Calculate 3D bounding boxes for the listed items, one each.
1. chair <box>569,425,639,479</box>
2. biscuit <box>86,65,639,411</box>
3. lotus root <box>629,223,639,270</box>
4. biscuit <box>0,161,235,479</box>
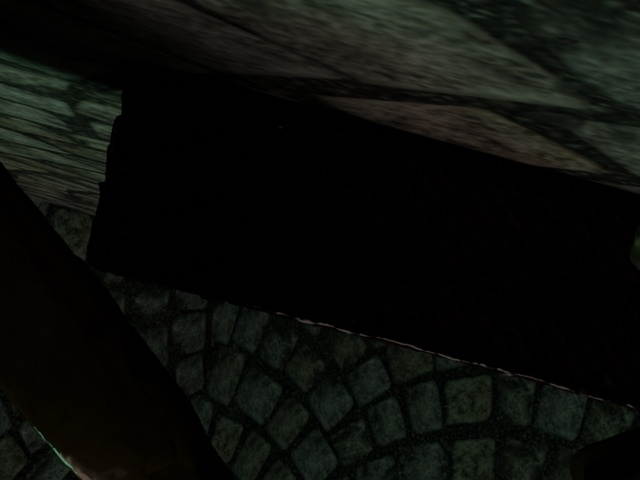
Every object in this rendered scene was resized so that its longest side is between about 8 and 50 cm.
[{"bbox_3d":[0.261,0.160,0.796,0.186,0.160,0.319,-26,-169,9],"label":"chair"},{"bbox_3d":[0.074,0.011,0.689,0.388,0.107,0.073,15,177,-3],"label":"biscuit"},{"bbox_3d":[0.222,0.043,0.387,0.303,0.131,0.146,16,178,-20],"label":"lotus root"},{"bbox_3d":[-0.147,0.017,0.630,0.367,0.063,0.314,56,168,-32],"label":"biscuit"}]
